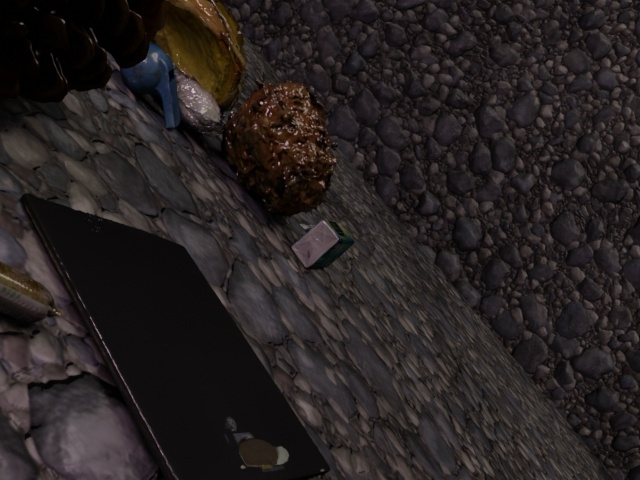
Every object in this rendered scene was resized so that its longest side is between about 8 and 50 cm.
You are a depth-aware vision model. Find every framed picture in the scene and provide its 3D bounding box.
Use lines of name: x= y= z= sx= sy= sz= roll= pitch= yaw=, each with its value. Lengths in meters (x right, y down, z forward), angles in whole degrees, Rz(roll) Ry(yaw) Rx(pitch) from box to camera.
framed picture: x=-0.131 y=0.097 z=0.642 sx=0.323 sy=0.013 sz=0.244 roll=53 pitch=13 yaw=26

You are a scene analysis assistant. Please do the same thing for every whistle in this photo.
whistle: x=-0.282 y=-0.262 z=1.089 sx=0.090 sy=0.091 sz=0.157 roll=-99 pitch=-174 yaw=-67

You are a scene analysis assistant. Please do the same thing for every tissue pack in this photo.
tissue pack: x=0.000 y=-0.001 z=1.247 sx=0.079 sy=0.085 sz=0.111 roll=52 pitch=14 yaw=13

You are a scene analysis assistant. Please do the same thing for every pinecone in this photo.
pinecone: x=-0.289 y=-0.259 z=0.676 sx=0.246 sy=0.246 sz=0.292 roll=44 pitch=25 yaw=-25

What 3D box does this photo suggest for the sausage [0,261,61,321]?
sausage: x=-0.280 y=-0.008 z=0.425 sx=0.269 sy=0.033 sz=0.032 roll=39 pitch=16 yaw=-39

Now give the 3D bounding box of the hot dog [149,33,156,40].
hot dog: x=-0.377 y=-0.399 z=1.130 sx=0.102 sy=0.076 sz=0.249 roll=13 pitch=-11 yaw=26

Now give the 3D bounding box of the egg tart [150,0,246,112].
egg tart: x=-0.222 y=-0.366 z=1.230 sx=0.279 sy=0.095 sz=0.278 roll=36 pitch=-33 yaw=27

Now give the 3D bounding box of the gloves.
gloves: x=-0.229 y=-0.242 z=1.186 sx=0.153 sy=0.070 sz=0.114 roll=46 pitch=8 yaw=11

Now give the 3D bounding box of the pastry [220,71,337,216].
pastry: x=-0.082 y=-0.164 z=1.236 sx=0.275 sy=0.193 sz=0.274 roll=173 pitch=-90 yaw=-75
